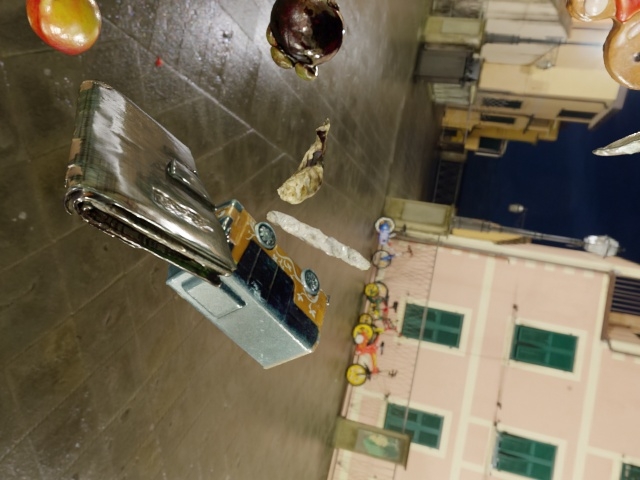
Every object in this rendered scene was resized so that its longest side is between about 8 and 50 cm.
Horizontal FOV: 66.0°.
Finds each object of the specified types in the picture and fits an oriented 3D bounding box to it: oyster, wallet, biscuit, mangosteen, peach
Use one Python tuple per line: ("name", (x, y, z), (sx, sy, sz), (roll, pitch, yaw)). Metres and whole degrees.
("oyster", (-0.023, -0.226, 1.418), (0.166, 0.094, 0.295), (73, 41, -79))
("wallet", (-0.193, -0.080, 0.547), (0.044, 0.317, 0.169), (-47, 127, 10))
("biscuit", (0.428, -0.355, 0.631), (0.049, 0.205, 0.324), (-82, 162, -60))
("mangosteen", (-0.039, -0.523, 1.224), (0.210, 0.209, 0.210), (10, 90, -75))
("peach", (-0.696, -0.606, 1.342), (0.197, 0.197, 0.198), (10, 90, -75))
("biscuit", (0.000, 0.000, 1.108), (0.040, 0.265, 0.188), (-63, -163, 0))

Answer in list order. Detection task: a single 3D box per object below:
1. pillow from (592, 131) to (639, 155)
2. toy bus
("pillow", (0.545, -0.166, 0.800), (0.217, 0.130, 0.033), (-13, 89, -32))
("toy bus", (-0.140, 0.097, 1.012), (0.323, 0.161, 0.194), (48, 33, -26))
